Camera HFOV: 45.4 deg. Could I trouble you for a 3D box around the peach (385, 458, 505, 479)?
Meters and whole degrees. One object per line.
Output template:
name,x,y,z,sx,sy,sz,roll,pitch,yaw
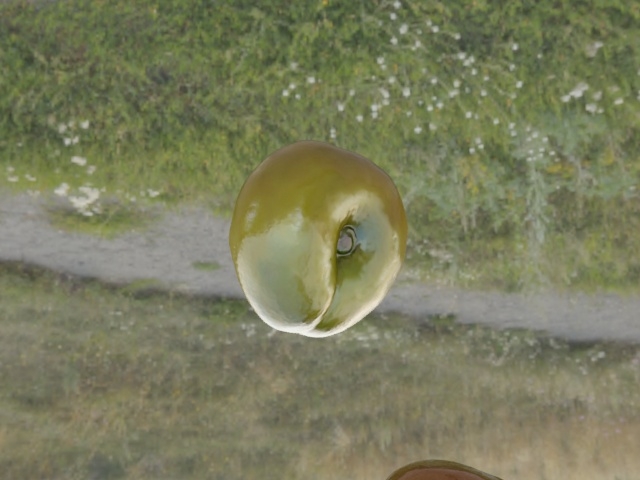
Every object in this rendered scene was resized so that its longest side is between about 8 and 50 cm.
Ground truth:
peach,0.168,0.466,0.987,0.301,0.343,0.343,32,172,19

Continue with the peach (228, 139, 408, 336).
peach,0.000,0.000,0.966,0.251,0.251,0.153,12,-179,-37
